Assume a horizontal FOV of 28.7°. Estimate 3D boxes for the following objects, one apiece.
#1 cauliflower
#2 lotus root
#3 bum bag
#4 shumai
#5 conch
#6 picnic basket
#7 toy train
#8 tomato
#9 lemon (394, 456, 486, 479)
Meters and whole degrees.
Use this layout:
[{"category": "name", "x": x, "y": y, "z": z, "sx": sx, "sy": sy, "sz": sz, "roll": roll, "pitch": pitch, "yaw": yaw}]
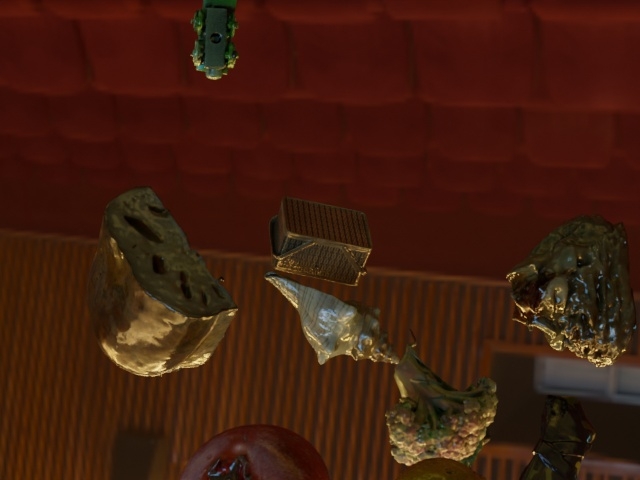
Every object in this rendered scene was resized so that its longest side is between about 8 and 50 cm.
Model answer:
[{"category": "cauliflower", "x": 0.214, "y": 0.327, "z": 2.491, "sx": 0.239, "sy": 0.315, "sz": 0.256, "roll": -22, "pitch": 160, "yaw": -16}, {"category": "lotus root", "x": -0.294, "y": 0.100, "z": 1.993, "sx": 0.149, "sy": 0.260, "sz": 0.267, "roll": -17, "pitch": -119, "yaw": -40}, {"category": "bum bag", "x": 0.376, "y": 0.347, "z": 1.999, "sx": 0.107, "sy": 0.232, "sz": 0.060, "roll": 34, "pitch": 149, "yaw": -6}, {"category": "shumai", "x": 0.398, "y": 0.084, "z": 2.059, "sx": 0.218, "sy": 0.255, "sz": 0.189, "roll": 0, "pitch": 168, "yaw": -24}, {"category": "conch", "x": 0.023, "y": 0.137, "z": 1.958, "sx": 0.234, "sy": 0.114, "sz": 0.137, "roll": 24, "pitch": 167, "yaw": -29}, {"category": "picnic basket", "x": 0.000, "y": 0.000, "z": 2.048, "sx": 0.164, "sy": 0.079, "sz": 0.115, "roll": 11, "pitch": -148, "yaw": -13}, {"category": "toy train", "x": -0.166, "y": -0.392, "z": 2.066, "sx": 0.085, "sy": 0.251, "sz": 0.119, "roll": 8, "pitch": -171, "yaw": -6}, {"category": "tomato", "x": -0.102, "y": 0.434, "z": 2.025, "sx": 0.270, "sy": 0.270, "sz": 0.227, "roll": 12, "pitch": 157, "yaw": 40}, {"category": "lemon", "x": 0.193, "y": 0.449, "z": 2.084, "sx": 0.173, "sy": 0.173, "sz": 0.206, "roll": 11, "pitch": -155, "yaw": 37}]
